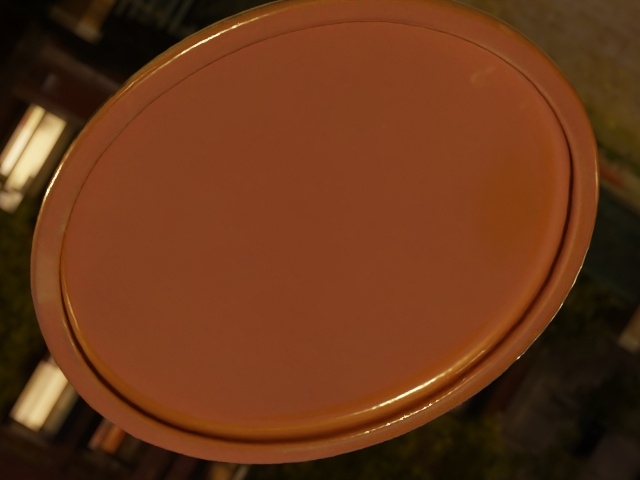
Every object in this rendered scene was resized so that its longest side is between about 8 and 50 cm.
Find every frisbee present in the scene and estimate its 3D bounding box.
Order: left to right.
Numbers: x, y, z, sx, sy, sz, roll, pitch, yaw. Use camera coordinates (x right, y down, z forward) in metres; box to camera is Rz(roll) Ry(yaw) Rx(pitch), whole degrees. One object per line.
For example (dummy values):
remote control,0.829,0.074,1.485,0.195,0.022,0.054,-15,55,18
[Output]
frisbee,0.000,0.000,0.830,0.251,0.251,0.021,29,-156,-33
